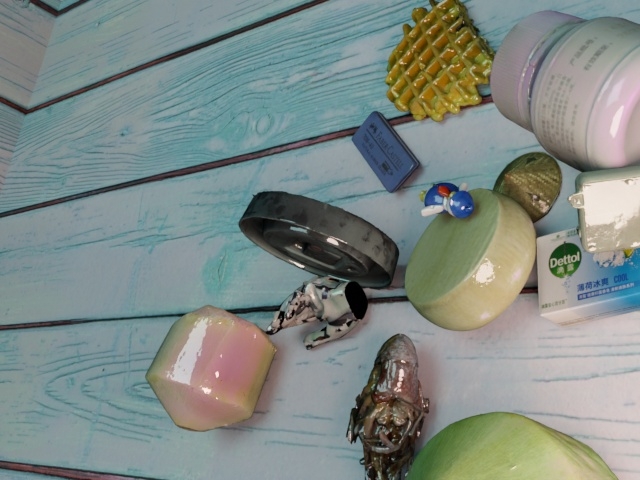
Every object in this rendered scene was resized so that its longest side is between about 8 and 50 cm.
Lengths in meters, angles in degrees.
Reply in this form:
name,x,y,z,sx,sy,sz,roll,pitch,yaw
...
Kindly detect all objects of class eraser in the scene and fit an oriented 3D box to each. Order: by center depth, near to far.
name,x,y,z,sx,sy,sz,roll,pitch,yaw
eraser,0.131,-0.183,2.019,0.082,0.036,0.225,-49,42,18

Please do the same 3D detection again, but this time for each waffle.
name,x,y,z,sx,sy,sz,roll,pitch,yaw
waffle,0.241,-0.373,1.985,0.309,0.065,0.283,7,75,47

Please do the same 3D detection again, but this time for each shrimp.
name,x,y,z,sx,sy,sz,roll,pitch,yaw
shrimp,0.117,0.326,1.691,0.145,0.117,0.343,149,132,-65

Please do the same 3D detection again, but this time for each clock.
name,x,y,z,sx,sy,sz,roll,pitch,yaw
clock,-0.001,0.001,1.849,0.313,0.313,0.061,4,67,48

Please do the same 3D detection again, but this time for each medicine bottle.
name,x,y,z,sx,sy,sz,roll,pitch,yaw
medicine bottle,0.436,-0.232,1.556,0.241,0.241,0.302,-57,40,6

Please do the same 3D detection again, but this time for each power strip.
name,x,y,z,sx,sy,sz,roll,pitch,yaw
power strip,0.492,-0.052,1.417,0.271,0.117,0.046,-7,20,8

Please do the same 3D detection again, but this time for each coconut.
name,x,y,z,sx,sy,sz,roll,pitch,yaw
coconut,0.255,0.380,1.346,0.328,0.328,0.281,30,94,50
coconut,-0.229,0.273,2.025,0.233,0.233,0.245,8,68,49

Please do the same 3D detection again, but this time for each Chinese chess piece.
name,x,y,z,sx,sy,sz,roll,pitch,yaw
Chinese chess piece,0.253,0.033,1.669,0.250,0.101,0.250,-46,24,27

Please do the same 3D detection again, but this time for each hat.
name,x,y,z,sx,sy,sz,roll,pitch,yaw
hat,0.340,-0.101,1.723,0.146,0.067,0.146,-24,53,37

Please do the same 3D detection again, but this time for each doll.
name,x,y,z,sx,sy,sz,roll,pitch,yaw
doll,0.219,-0.067,1.676,0.099,0.057,0.143,-32,23,-12

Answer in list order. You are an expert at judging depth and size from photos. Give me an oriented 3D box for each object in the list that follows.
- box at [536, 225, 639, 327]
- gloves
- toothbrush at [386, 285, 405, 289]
name,x,y,z,sx,sy,sz,roll,pitch,yaw
box,0.438,0.045,1.532,0.194,0.073,0.139,-19,56,40
gloves,-0.013,0.139,1.939,0.212,0.127,0.111,-11,53,39
toothbrush,0.162,0.087,1.857,0.097,0.008,0.006,-8,77,44
